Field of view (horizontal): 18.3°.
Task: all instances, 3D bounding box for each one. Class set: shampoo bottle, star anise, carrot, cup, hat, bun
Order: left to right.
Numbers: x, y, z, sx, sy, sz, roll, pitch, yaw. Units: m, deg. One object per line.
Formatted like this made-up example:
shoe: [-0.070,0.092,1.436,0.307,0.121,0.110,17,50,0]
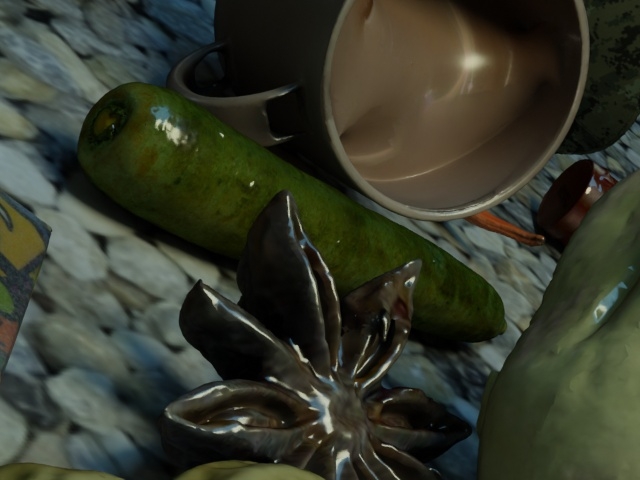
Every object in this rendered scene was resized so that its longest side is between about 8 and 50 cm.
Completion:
carrot: [0.000,0.000,1.194,0.358,0.074,0.074,28,26,-41]
star anise: [0.002,0.107,0.958,0.230,0.081,0.262,10,60,-54]
cup: [0.014,-0.121,1.285,0.200,0.253,0.191,31,-42,57]
hat: [0.152,-0.174,1.640,0.128,0.265,0.265,-20,61,-34]
shampoo bottle: [0.317,0.050,1.639,0.314,0.076,0.118,36,22,-17]
bun: [0.242,0.121,1.040,0.361,0.213,0.361,1,89,-49]

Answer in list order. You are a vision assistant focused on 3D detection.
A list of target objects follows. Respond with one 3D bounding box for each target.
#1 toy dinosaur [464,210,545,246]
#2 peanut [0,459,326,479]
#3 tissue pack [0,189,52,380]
toy dinosaur: [0.051,-0.079,1.456,0.279,0.055,0.101,46,12,13]
peanut: [-0.046,0.140,0.766,0.274,0.111,0.125,18,54,-51]
tissue pack: [-0.179,0.017,0.847,0.109,0.060,0.148,36,23,-15]
